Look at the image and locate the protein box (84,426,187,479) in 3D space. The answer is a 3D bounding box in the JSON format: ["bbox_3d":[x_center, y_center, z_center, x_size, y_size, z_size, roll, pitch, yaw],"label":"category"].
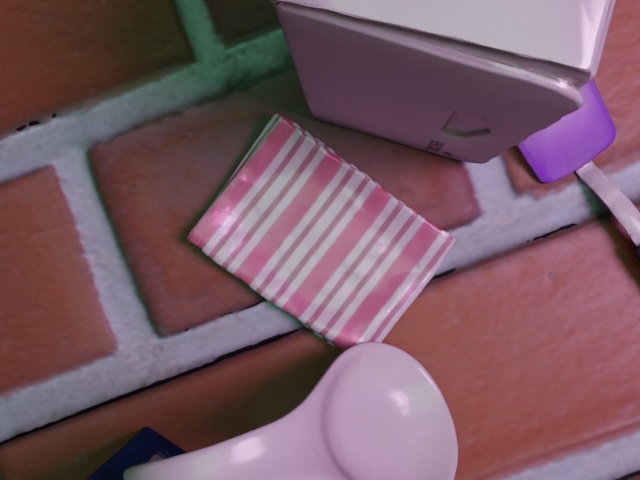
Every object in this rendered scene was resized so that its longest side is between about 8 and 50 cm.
[{"bbox_3d":[-0.117,0.275,0.476,0.199,0.201,0.136,33,92,3],"label":"protein box"}]

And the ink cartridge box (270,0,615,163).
[{"bbox_3d":[0.108,-0.274,0.424,0.166,0.285,0.395,15,90,4],"label":"ink cartridge box"}]

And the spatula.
[{"bbox_3d":[0.261,-0.019,0.544,0.084,0.030,0.296,-34,89,3],"label":"spatula"}]

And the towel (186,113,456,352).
[{"bbox_3d":[0.000,0.000,0.558,0.197,0.029,0.144,36,92,2],"label":"towel"}]

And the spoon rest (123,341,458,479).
[{"bbox_3d":[0.005,0.152,0.468,0.276,0.084,0.137,-6,66,-38],"label":"spoon rest"}]
